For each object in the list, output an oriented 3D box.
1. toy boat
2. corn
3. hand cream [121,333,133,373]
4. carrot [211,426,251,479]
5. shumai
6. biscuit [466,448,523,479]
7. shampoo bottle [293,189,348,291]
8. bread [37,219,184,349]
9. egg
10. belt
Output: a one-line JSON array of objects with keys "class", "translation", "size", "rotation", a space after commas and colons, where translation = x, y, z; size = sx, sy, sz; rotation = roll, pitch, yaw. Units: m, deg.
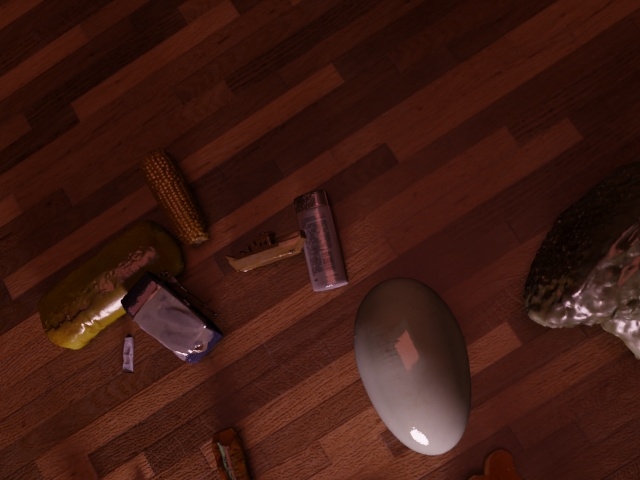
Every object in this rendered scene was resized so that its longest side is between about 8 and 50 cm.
[{"class": "toy boat", "translation": [-0.129, 0.017, 1.581], "size": [0.206, 0.064, 0.072], "rotation": [-18, 80, 22]}, {"class": "corn", "translation": [-0.354, -0.104, 1.643], "size": [0.091, 0.091, 0.260], "rotation": [-31, 81, 1]}, {"class": "hand cream", "translation": [-0.463, 0.273, 1.635], "size": [0.030, 0.019, 0.093], "rotation": [1, 87, 8]}, {"class": "carrot", "translation": [-0.178, 0.548, 1.509], "size": [0.070, 0.070, 0.260], "rotation": [-22, 78, 5]}, {"class": "shumai", "translation": [0.633, 0.066, 1.352], "size": [0.323, 0.324, 0.397], "rotation": [37, 93, -1]}, {"class": "biscuit", "translation": [0.408, 0.569, 1.394], "size": [0.165, 0.036, 0.250], "rotation": [-36, 75, -25]}, {"class": "shampoo bottle", "translation": [0.000, 0.000, 1.578], "size": [0.086, 0.056, 0.227], "rotation": [-16, 77, 13]}, {"class": "bread", "translation": [-0.509, 0.103, 1.621], "size": [0.383, 0.112, 0.166], "rotation": [-36, 77, 2]}, {"class": "egg", "translation": [0.194, 0.259, 1.411], "size": [0.230, 0.230, 0.371], "rotation": [-16, 84, 7]}, {"class": "belt", "translation": [-0.331, 0.170, 1.549], "size": [0.230, 0.139, 0.126], "rotation": [43, 86, -14]}]
